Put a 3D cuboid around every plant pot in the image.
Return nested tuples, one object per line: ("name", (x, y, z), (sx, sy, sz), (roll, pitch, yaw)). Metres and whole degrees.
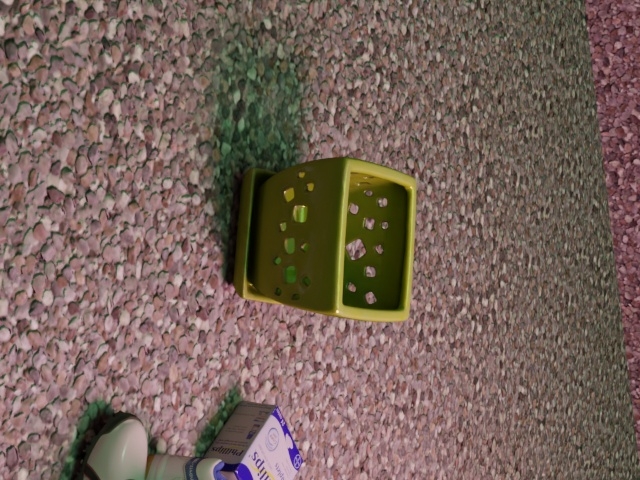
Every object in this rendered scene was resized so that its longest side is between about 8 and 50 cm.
("plant pot", (0.000, 0.000, 1.860), (0.227, 0.207, 0.228), (11, 83, -58))

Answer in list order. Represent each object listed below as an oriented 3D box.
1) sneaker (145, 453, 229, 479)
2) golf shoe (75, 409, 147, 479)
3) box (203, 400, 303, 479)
("sneaker", (-0.140, 0.401, 1.714), (0.296, 0.131, 0.112), (62, 29, -42))
("golf shoe", (-0.246, 0.352, 1.563), (0.105, 0.120, 0.273), (33, 63, -53))
("box", (-0.100, 0.329, 1.842), (0.137, 0.072, 0.126), (-55, 135, -41))
